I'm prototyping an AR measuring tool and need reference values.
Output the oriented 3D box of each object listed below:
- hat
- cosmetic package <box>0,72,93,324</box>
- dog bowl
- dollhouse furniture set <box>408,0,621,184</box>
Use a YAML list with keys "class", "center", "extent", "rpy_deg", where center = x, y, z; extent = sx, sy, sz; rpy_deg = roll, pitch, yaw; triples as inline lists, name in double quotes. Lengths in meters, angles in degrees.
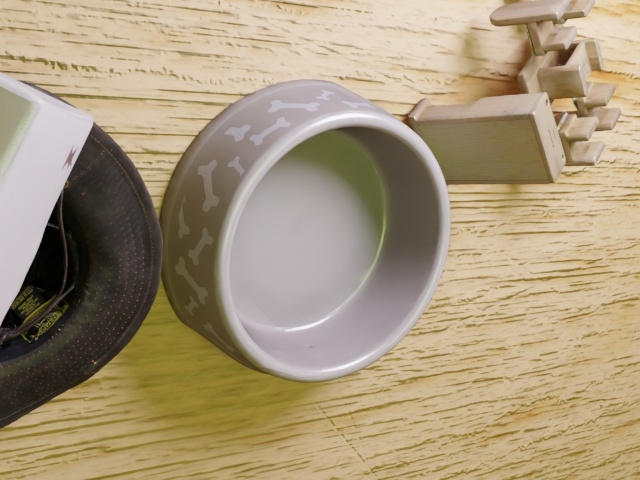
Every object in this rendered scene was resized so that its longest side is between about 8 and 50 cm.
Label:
- class: "hat"
  center: [-0.306, -0.001, 0.738]
  extent: [0.331, 0.134, 0.331]
  rpy_deg: [-18, 124, -29]
- class: "cosmetic package"
  center: [-0.398, -0.075, 0.501]
  extent: [0.453, 0.161, 0.230]
  rpy_deg: [25, 91, -6]
- class: "dog bowl"
  center: [0.000, 0.000, 0.962]
  extent: [0.349, 0.102, 0.349]
  rpy_deg: [-12, 113, -30]
- class: "dollhouse furniture set"
  center: [0.244, -0.182, 1.072]
  extent: [0.242, 0.161, 0.212]
  rpy_deg: [-53, 130, -36]
